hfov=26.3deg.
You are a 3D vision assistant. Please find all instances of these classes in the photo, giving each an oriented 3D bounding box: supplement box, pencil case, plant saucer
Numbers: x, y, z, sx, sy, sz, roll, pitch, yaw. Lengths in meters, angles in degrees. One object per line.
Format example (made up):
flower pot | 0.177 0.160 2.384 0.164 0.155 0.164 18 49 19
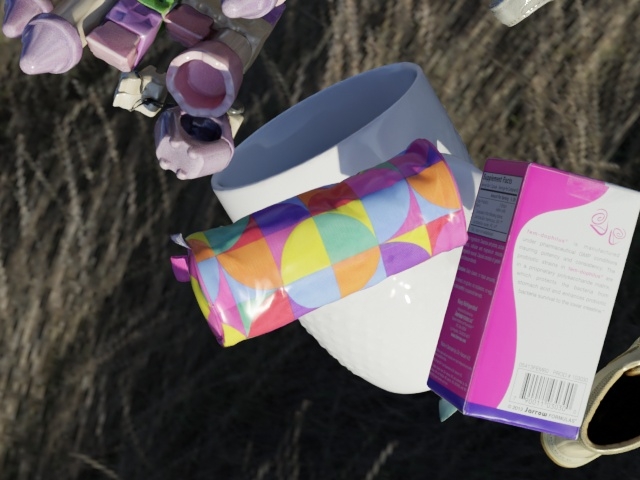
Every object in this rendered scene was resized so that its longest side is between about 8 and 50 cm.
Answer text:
supplement box | 0.185 0.046 1.206 0.114 0.111 0.220 -152 77 -75
pencil case | 0.000 0.000 1.109 0.236 0.104 0.104 -20 56 -8
plant saucer | 0.188 0.181 1.746 0.021 0.119 0.119 44 105 5

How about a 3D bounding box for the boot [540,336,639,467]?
boot | 0.375 0.158 1.545 0.262 0.203 0.095 -33 80 -8

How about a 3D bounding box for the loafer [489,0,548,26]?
loafer | 0.361 -0.358 1.748 0.319 0.111 0.112 -34 13 -6

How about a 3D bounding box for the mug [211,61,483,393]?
mug | 0.099 0.000 1.566 0.276 0.328 0.374 -41 21 -29

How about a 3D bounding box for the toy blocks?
toy blocks | -0.192 -0.192 1.239 0.309 0.288 0.260 -61 0 40
